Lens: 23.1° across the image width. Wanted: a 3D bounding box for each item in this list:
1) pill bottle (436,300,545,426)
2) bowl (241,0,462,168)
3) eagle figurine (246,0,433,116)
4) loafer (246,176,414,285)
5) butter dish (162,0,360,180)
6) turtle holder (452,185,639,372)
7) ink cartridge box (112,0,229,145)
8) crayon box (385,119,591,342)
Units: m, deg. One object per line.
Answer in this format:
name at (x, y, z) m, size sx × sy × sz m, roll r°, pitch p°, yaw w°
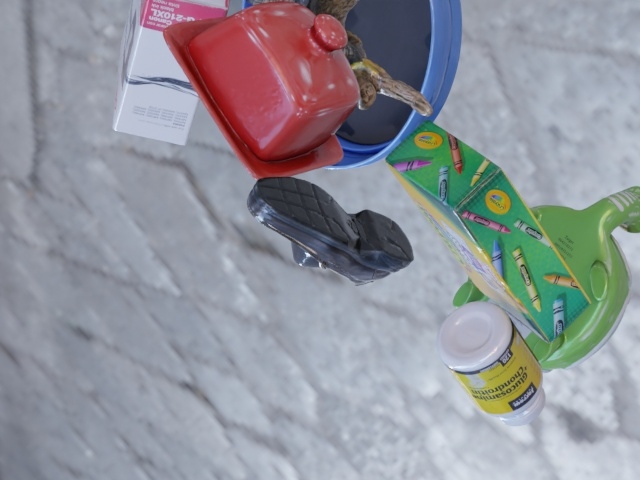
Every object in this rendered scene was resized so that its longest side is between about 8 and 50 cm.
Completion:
pill bottle at (0.229, 0.166, 2.040) m, size 0.103 × 0.103 × 0.184 m, roll 29°, pitch 164°, yaw 43°
bowl at (0.041, -0.294, 2.169) m, size 0.391 × 0.077 × 0.391 m, roll 9°, pitch 102°, yaw 47°
eagle figurine at (-0.002, -0.286, 1.635) m, size 0.226 × 0.225 × 0.298 m, roll 1°, pitch 138°, yaw 24°
loafer at (0.000, 0.000, 1.249) m, size 0.170 × 0.061 × 0.062 m, roll 25°, pitch -145°, yaw -39°
butter dish at (-0.026, -0.147, 1.329) m, size 0.118 × 0.160 × 0.160 m, roll -37°, pitch 81°, yaw 30°
turtle holder at (0.372, 0.051, 2.439) m, size 0.243 × 0.320 × 0.227 m, roll 13°, pitch 176°, yaw 30°
ink cartridge box at (-0.183, -0.262, 1.925) m, size 0.100 × 0.172 × 0.237 m, roll 10°, pitch 138°, yaw -12°
crayon box at (0.211, -0.010, 1.963) m, size 0.278 × 0.081 × 0.165 m, roll 51°, pitch 174°, yaw -38°
